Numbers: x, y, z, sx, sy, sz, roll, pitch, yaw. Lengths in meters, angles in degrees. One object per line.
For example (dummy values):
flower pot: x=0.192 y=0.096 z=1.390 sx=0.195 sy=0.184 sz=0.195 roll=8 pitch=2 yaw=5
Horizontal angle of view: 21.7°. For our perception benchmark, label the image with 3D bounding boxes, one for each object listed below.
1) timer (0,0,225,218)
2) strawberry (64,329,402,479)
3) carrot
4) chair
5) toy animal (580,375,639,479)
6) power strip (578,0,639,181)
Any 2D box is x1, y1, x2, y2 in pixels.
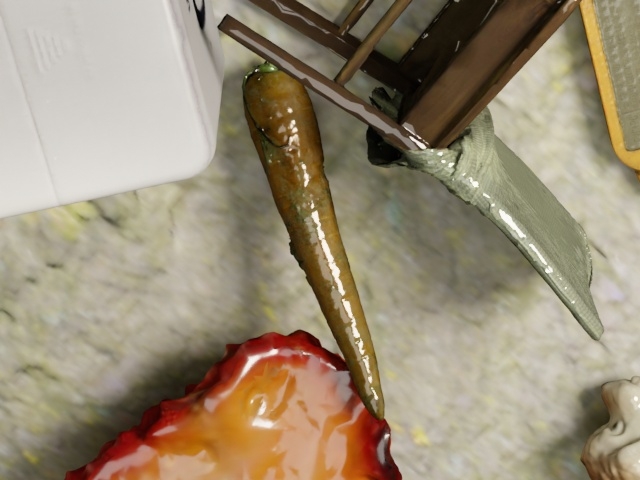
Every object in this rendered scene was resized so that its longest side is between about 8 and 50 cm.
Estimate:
timer: x=-0.172 y=-0.140 z=1.017 sx=0.194 sy=0.195 sz=0.192 roll=-12 pitch=113 yaw=5
strawberry: x=-0.068 y=0.215 z=1.206 sx=0.265 sy=0.149 sz=0.336 roll=26 pitch=100 yaw=-6
carrot: x=0.000 y=0.000 z=1.118 sx=0.049 sy=0.049 sz=0.254 roll=-18 pitch=88 yaw=7
chair: x=0.108 y=-0.108 z=1.057 sx=0.319 sy=0.160 sz=0.186 roll=36 pitch=110 yaw=-12
toy animal: x=0.291 y=0.170 z=1.211 sx=0.185 sy=0.104 sz=0.184 roll=-21 pitch=119 yaw=3
power strip: x=0.211 y=-0.108 z=1.127 sx=0.049 sy=0.028 sz=0.178 roll=-15 pitch=112 yaw=5
